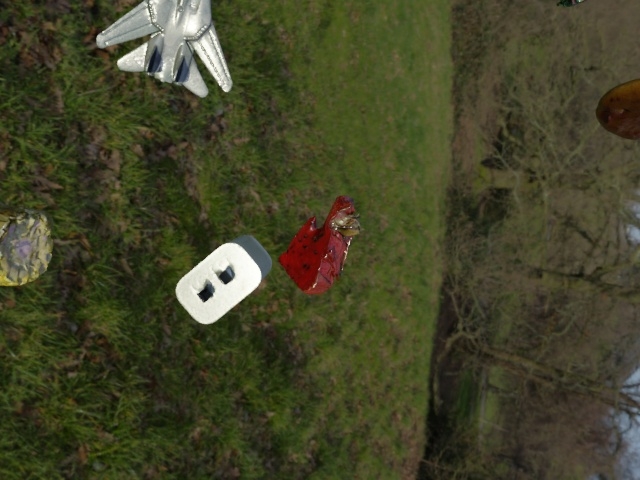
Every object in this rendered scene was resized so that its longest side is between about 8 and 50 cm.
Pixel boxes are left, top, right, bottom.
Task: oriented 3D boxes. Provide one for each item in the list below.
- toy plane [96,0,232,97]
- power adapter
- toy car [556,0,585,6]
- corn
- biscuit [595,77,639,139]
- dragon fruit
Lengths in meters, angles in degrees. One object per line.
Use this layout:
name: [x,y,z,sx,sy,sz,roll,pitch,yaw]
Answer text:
toy plane: [-0.212,-0.375,0.816,0.088,0.212,0.267,-144,-110,-75]
power adapter: [-0.219,0.086,1.188,0.187,0.124,0.255,-40,-177,6]
toy car: [0.235,-0.280,0.494,0.069,0.055,0.142,52,33,-41]
corn: [-0.479,-0.011,0.699,0.123,0.305,0.122,53,49,-54]
biscuit: [0.551,-0.204,0.830,0.212,0.212,0.036,26,73,-59]
dragon fruit: [0.015,0.007,0.982,0.092,0.122,0.192,25,91,-43]
